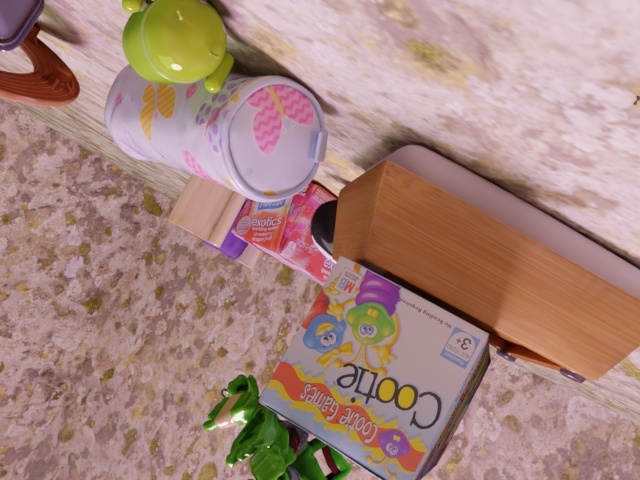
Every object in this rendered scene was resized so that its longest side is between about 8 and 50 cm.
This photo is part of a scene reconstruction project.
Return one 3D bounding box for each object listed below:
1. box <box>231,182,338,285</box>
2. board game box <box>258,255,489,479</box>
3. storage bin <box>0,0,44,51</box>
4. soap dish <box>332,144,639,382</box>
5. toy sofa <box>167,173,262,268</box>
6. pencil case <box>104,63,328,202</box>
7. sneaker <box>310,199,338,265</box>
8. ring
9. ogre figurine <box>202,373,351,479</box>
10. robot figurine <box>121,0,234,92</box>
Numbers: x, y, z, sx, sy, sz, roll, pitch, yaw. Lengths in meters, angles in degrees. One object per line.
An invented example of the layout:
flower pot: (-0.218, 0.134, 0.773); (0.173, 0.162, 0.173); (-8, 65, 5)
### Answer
box: (0.000, 0.000, 1.149); (0.128, 0.122, 0.257); (23, 173, 44)
board game box: (0.072, 0.132, 0.691); (0.144, 0.142, 0.275); (28, 175, 18)
storage bin: (-0.362, -0.264, 0.710); (0.135, 0.098, 0.091); (29, 164, -8)
soap dish: (0.152, 0.028, 0.709); (0.291, 0.118, 0.229); (28, 174, -7)
toy sofa: (-0.163, -0.035, 1.477); (0.177, 0.150, 0.362); (28, 174, 8)
pencil case: (-0.113, -0.116, 0.711); (0.124, 0.113, 0.273); (19, -179, -40)
sneaker: (0.128, 0.009, 0.897); (0.283, 0.107, 0.124); (24, 160, -2)
ring: (-0.438, -0.265, 0.830); (0.336, 0.032, 0.336); (33, -165, -10)
ogre figurine: (-0.036, 0.198, 0.646); (0.118, 0.097, 0.197); (51, 155, -15)
robot figurine: (-0.117, -0.159, 0.564); (0.101, 0.067, 0.115); (45, 166, -29)
